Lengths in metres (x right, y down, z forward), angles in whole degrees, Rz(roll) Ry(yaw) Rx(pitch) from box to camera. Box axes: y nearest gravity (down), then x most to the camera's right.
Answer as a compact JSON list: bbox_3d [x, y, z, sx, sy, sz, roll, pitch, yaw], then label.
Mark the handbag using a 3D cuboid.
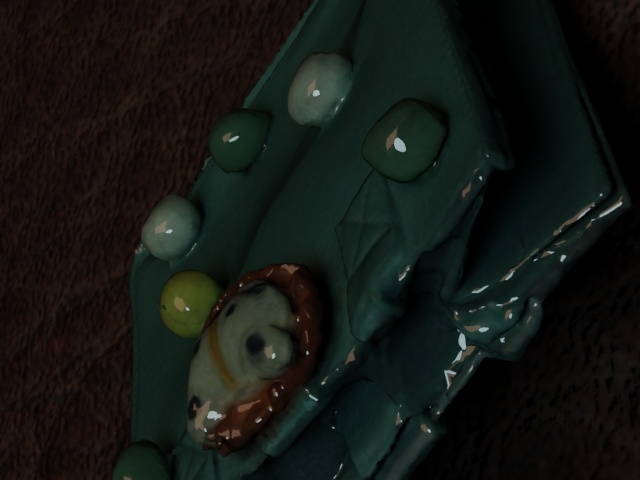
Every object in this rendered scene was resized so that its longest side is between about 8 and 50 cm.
[{"bbox_3d":[-0.004,-0.003,0.740,0.268,0.100,0.274,-52,20,27],"label":"handbag"}]
